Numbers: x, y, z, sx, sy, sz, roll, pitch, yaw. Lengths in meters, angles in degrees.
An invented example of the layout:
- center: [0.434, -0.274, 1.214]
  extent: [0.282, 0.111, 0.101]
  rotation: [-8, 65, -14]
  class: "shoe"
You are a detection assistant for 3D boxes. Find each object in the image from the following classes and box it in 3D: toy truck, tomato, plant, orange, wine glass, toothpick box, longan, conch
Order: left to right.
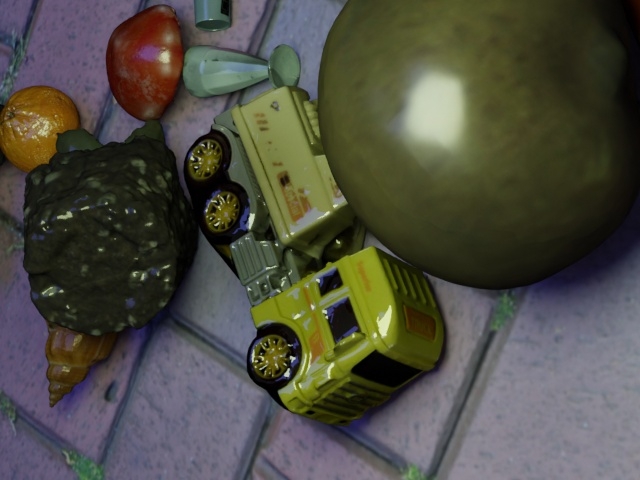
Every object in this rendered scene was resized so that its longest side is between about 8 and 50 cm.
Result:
- center: [-0.424, -0.167, 1.928]
  extent: [0.135, 0.117, 0.136]
  rotation: [-32, 44, 36]
  class: "orange"
- center: [-0.322, 0.081, 1.837]
  extent: [0.109, 0.093, 0.330]
  rotation: [11, 71, 31]
  class: "conch"
- center: [-0.279, -0.034, 1.724]
  extent: [0.312, 0.215, 0.213]
  rotation: [-101, -1, -63]
  class: "plant"
- center: [-0.250, -0.258, 1.787]
  extent: [0.174, 0.082, 0.166]
  rotation: [143, 129, -59]
  class: "tomato"
- center: [-0.149, -0.336, 1.776]
  extent: [0.052, 0.052, 0.083]
  rotation: [-9, 79, 38]
  class: "toothpick box"
- center: [-0.104, -0.227, 1.714]
  extent: [0.155, 0.073, 0.073]
  rotation: [3, 85, 36]
  class: "wine glass"
- center: [0.000, 0.000, 1.527]
  extent: [0.254, 0.180, 0.405]
  rotation: [-32, 61, 23]
  class: "toy truck"
- center: [0.169, -0.131, 1.311]
  extent: [0.361, 0.361, 0.361]
  rotation: [-7, 79, 38]
  class: "longan"

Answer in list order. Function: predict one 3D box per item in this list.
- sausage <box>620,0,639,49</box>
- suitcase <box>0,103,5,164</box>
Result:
- center: [0.356, -0.248, 1.336]
  extent: [0.089, 0.083, 0.300]
  rotation: [-28, 69, 26]
  class: "sausage"
- center: [-0.567, -0.077, 2.034]
  extent: [0.206, 0.066, 0.286]
  rotation: [6, 86, 57]
  class: "suitcase"
